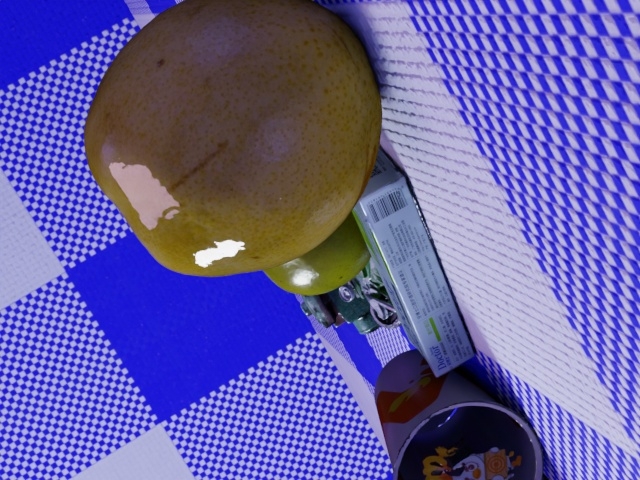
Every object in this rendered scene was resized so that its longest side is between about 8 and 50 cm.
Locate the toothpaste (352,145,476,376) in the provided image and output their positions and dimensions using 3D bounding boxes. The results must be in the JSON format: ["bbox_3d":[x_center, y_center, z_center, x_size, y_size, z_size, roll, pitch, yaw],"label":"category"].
[{"bbox_3d":[0.109,0.033,1.686,0.081,0.067,0.336,56,173,48],"label":"toothpaste"}]

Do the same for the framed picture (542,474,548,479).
[{"bbox_3d":[0.374,0.450,1.798,0.289,0.016,0.213,52,171,44],"label":"framed picture"}]

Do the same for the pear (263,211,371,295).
[{"bbox_3d":[-0.009,-0.028,1.760,0.198,0.198,0.198,57,173,11],"label":"pear"}]

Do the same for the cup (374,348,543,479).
[{"bbox_3d":[0.162,0.255,1.837,0.203,0.203,0.288,61,180,-17],"label":"cup"}]

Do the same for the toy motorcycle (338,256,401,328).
[{"bbox_3d":[0.070,0.032,1.894,0.190,0.074,0.106,55,137,5],"label":"toy motorcycle"}]

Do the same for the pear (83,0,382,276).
[{"bbox_3d":[-0.086,-0.113,1.439,0.314,0.314,0.314,57,173,11],"label":"pear"}]

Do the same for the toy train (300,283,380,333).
[{"bbox_3d":[0.000,0.000,2.060,0.304,0.150,0.221,57,-178,-6],"label":"toy train"}]
